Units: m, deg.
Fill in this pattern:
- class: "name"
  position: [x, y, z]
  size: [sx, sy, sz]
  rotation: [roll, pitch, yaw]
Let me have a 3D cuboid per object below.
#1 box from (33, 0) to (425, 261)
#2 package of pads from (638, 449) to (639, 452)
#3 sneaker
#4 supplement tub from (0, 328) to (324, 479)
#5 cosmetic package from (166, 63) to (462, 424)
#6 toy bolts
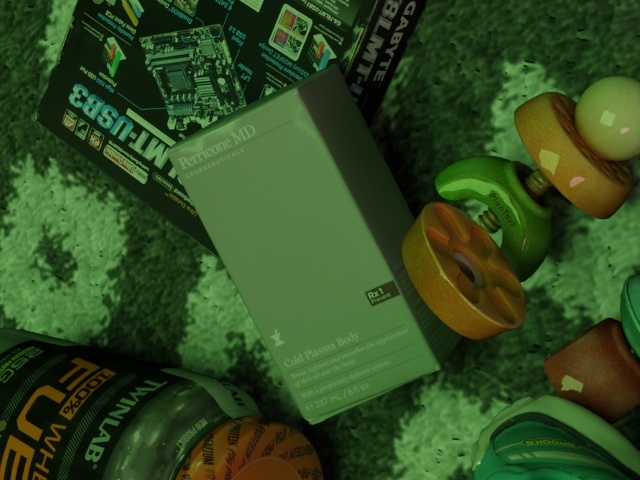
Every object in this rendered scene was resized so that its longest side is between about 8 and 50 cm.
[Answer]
- class: "box"
  position: [-0.082, -0.160, 1.420]
  size: [0.295, 0.073, 0.293]
  rotation: [35, 114, 30]
- class: "package of pads"
  position: [0.235, 0.164, 1.166]
  size: [0.050, 0.032, 0.083]
  rotation: [48, 116, 22]
- class: "sneaker"
  position: [0.216, 0.209, 1.103]
  size: [0.275, 0.110, 0.107]
  rotation: [28, 114, 1]
- class: "supplement tub"
  position: [-0.176, 0.199, 1.433]
  size: [0.338, 0.207, 0.207]
  rotation: [9, 99, 37]
- class: "cosmetic package"
  position: [0.000, 0.000, 1.293]
  size: [0.127, 0.107, 0.238]
  rotation: [-26, 99, 25]
- class: "toy bolts"
  position: [0.190, 0.008, 1.151]
  size: [0.158, 0.218, 0.228]
  rotation: [-39, 87, 27]
